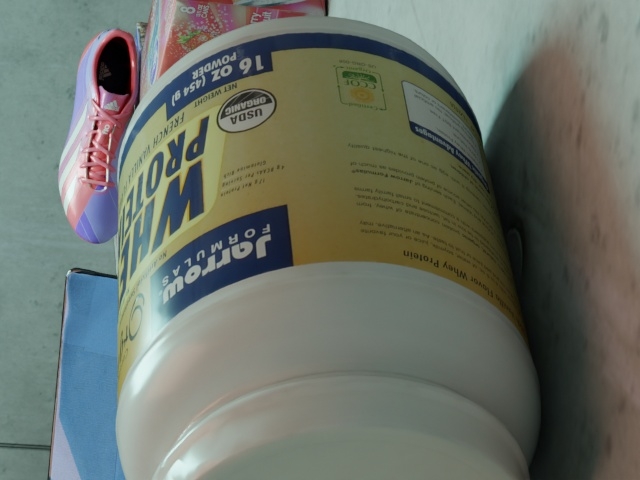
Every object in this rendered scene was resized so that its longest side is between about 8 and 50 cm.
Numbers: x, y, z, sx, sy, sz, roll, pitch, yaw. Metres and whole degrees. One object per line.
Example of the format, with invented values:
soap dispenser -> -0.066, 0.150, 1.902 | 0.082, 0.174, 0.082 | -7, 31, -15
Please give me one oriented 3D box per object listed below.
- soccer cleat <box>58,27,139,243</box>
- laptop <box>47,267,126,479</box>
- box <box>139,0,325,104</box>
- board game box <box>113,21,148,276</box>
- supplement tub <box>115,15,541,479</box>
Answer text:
soccer cleat -> -0.249, -0.122, 1.992 | 0.095, 0.083, 0.248 | 152, 125, -71
laptop -> -0.082, 0.251, 1.293 | 0.408, 0.236, 0.382 | -135, 50, -76
box -> -0.098, -0.211, 1.795 | 0.300, 0.154, 0.142 | 115, 157, -59
board game box -> -0.165, -0.086, 2.111 | 0.232, 0.141, 0.291 | -108, 25, -63
supplement tub -> -0.001, 0.048, 0.983 | 0.316, 0.228, 0.228 | -97, 16, -47
